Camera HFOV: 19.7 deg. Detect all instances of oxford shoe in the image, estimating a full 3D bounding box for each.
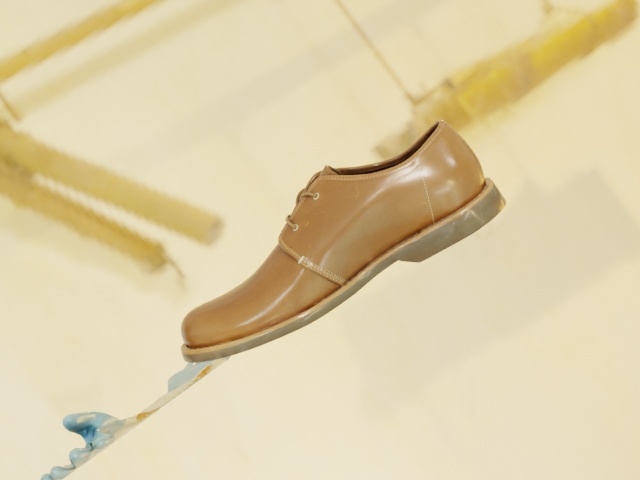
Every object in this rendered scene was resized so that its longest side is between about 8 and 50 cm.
[{"bbox_3d":[0.000,0.000,1.095,0.212,0.076,0.076,-32,13,-2],"label":"oxford shoe"}]

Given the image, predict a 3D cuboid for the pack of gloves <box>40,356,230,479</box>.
[{"bbox_3d":[-0.166,0.141,1.679,0.195,0.046,0.232,-37,-1,7],"label":"pack of gloves"}]
